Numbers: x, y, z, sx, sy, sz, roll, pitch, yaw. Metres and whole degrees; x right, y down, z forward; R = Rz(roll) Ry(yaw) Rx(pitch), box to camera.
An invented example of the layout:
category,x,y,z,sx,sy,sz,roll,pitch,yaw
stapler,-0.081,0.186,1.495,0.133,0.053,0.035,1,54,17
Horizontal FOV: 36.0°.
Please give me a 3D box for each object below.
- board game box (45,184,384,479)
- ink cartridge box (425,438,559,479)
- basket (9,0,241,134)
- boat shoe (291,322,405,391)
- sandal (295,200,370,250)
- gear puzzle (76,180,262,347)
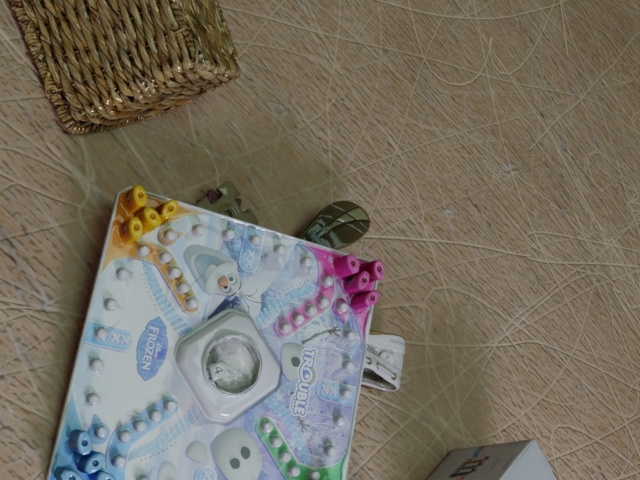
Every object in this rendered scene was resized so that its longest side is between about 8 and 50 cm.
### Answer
category,x,y,z,sx,sy,sz,roll,pitch,yaw
board game box,-0.112,0.160,1.270,0.390,0.050,0.389,17,72,-23
ink cartridge box,0.259,0.395,1.495,0.127,0.176,0.128,-37,98,-39
basket,-0.274,-0.319,1.367,0.299,0.223,0.213,66,14,0
boat shoe,0.023,0.176,1.428,0.277,0.098,0.096,12,66,-38
sandal,0.000,0.000,1.514,0.180,0.049,0.072,-40,96,-27
gear puzzle,-0.192,0.072,1.331,0.339,0.044,0.175,-42,104,-38
